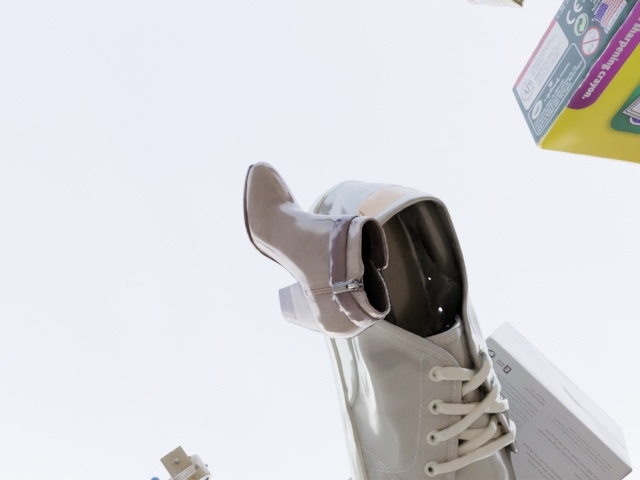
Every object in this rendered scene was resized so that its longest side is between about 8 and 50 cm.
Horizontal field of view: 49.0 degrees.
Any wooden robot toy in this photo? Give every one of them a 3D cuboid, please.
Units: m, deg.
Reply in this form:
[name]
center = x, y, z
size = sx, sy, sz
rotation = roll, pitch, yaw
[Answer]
[wooden robot toy]
center = -0.151, 0.309, 0.815
size = 0.076, 0.173, 0.079
rotation = -21, -127, -38

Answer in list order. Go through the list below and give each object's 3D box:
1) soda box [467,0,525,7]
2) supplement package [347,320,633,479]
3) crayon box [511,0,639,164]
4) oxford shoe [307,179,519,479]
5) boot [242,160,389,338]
[soda box]
center = 0.172, -0.310, 0.636
size = 0.061, 0.058, 0.181
rotation = 4, -77, -51
[supplement package]
center = 0.201, 0.266, 0.856
size = 0.199, 0.198, 0.262
rotation = 45, -77, 15
[crayon box]
center = 0.401, -0.221, 0.619
size = 0.313, 0.362, 0.106
rotation = 6, -130, -16
[oxford shoe]
center = 0.107, 0.152, 0.647
size = 0.169, 0.130, 0.449
rotation = -20, -88, -34
[boot]
center = 0.000, 0.000, 0.412
size = 0.042, 0.087, 0.118
rotation = -16, -92, -41
